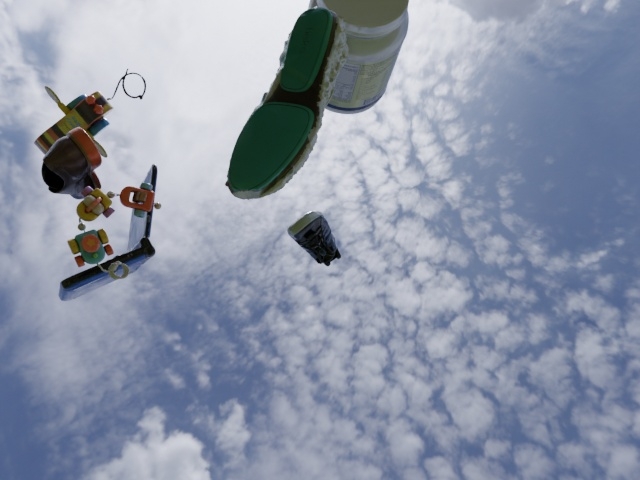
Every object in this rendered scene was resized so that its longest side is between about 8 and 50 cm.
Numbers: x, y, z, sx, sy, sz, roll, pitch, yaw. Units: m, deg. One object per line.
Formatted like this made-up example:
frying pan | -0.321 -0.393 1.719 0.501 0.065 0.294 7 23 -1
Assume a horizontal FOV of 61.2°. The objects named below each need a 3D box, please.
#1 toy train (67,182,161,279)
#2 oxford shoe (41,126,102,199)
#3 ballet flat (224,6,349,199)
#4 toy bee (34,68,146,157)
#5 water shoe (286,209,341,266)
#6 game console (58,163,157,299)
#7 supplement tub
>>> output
toy train | -0.329 -0.026 0.865 0.125 0.046 0.166 19 -104 -23
oxford shoe | -0.494 -0.132 1.050 0.098 0.271 0.097 -39 -88 -26
ballet flat | -0.037 -0.238 1.007 0.147 0.147 0.408 21 -104 7
toy bee | -0.571 -0.311 1.299 0.195 0.162 0.298 30 -87 -18
water shoe | 0.000 0.000 1.036 0.073 0.203 0.080 -37 -105 6
game console | -0.446 -0.008 1.127 0.250 0.293 0.173 -26 -88 -28
supplement tub | 0.078 -0.484 1.305 0.236 0.325 0.235 2 -109 -6
